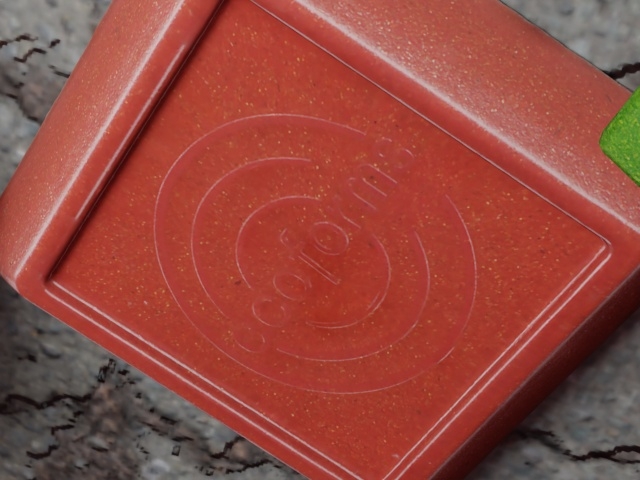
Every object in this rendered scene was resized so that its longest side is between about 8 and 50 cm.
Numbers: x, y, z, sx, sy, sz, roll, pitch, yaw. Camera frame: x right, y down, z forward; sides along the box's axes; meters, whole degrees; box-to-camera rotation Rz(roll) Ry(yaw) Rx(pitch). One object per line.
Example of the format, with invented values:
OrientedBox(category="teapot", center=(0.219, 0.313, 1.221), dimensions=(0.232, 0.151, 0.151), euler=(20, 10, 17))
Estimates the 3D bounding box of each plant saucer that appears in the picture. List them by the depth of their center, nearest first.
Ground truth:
OrientedBox(category="plant saucer", center=(0.000, 0.000, 0.644), dimensions=(0.259, 0.047, 0.258), euler=(34, 126, -6))

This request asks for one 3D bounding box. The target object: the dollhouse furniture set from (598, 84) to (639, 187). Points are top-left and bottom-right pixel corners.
OrientedBox(category="dollhouse furniture set", center=(0.271, -0.009, 0.425), dimensions=(0.301, 0.151, 0.197), euler=(46, 127, 14))
